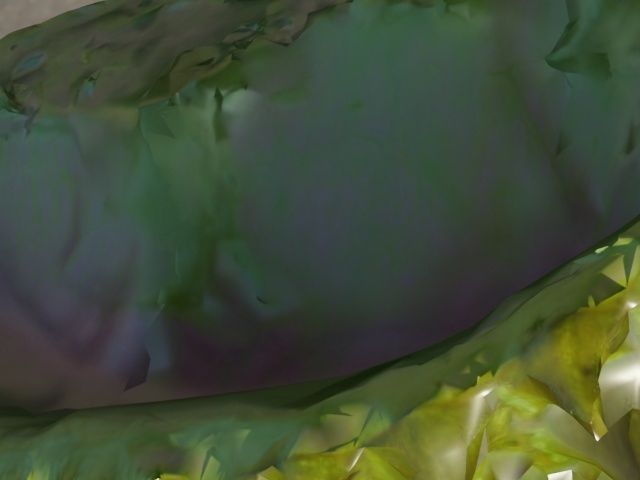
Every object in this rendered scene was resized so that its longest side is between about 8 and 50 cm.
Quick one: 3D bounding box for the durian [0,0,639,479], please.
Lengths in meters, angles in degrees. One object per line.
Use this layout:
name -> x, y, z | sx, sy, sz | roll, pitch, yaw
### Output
durian -> 0.000, 0.000, 0.432 | 0.351, 0.158, 0.169 | -12, 78, 35
